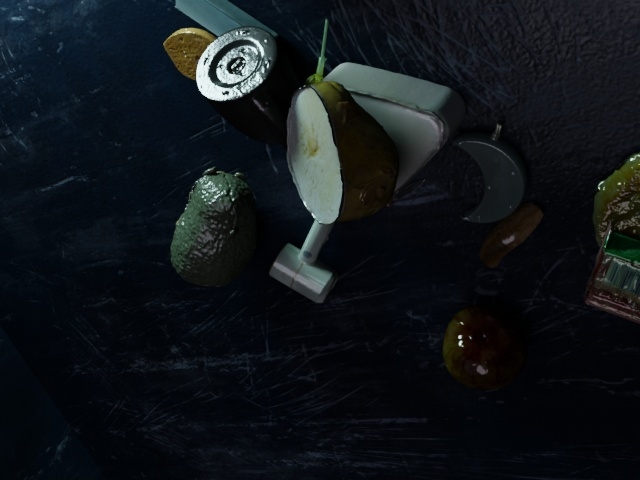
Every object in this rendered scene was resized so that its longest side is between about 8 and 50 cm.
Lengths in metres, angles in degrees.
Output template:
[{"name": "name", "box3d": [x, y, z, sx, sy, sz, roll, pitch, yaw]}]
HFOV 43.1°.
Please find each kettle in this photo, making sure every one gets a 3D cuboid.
[{"name": "kettle", "box3d": [-0.125, -0.311, 1.889, 0.268, 0.207, 0.290, 57, -177, 35]}]

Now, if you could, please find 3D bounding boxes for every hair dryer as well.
[{"name": "hair dryer", "box3d": [0.000, 0.000, 2.165, 0.173, 0.107, 0.357, 29, 126, 5]}]

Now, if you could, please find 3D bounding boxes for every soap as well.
[{"name": "soap", "box3d": [0.710, 0.099, 1.717, 0.273, 0.098, 0.218, 21, 134, 18]}]

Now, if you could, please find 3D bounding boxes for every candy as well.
[{"name": "candy", "box3d": [0.002, -0.420, 1.890, 0.062, 0.058, 0.194, 6, 120, -7]}]

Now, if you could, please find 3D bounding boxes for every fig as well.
[{"name": "fig", "box3d": [0.410, 0.310, 2.105, 0.217, 0.217, 0.321, 24, 154, 13]}]

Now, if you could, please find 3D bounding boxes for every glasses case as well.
[{"name": "glasses case", "box3d": [-0.226, -0.534, 1.942, 0.266, 0.056, 0.105, 35, 157, 4]}]

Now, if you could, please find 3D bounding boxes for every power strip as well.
[{"name": "power strip", "box3d": [0.388, -0.153, 1.851, 0.167, 0.054, 0.253, 5, 125, 24]}]

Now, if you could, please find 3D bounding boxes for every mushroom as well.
[{"name": "mushroom", "box3d": [0.436, -0.006, 1.908, 0.072, 0.094, 0.210, 35, 137, -1]}]

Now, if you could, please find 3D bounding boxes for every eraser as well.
[{"name": "eraser", "box3d": [0.173, -0.255, 1.840, 0.331, 0.150, 0.331, 17, 129, 22]}]

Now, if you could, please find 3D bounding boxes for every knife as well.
[{"name": "knife", "box3d": [0.197, -0.114, 2.018, 0.170, 0.010, 0.023, -31, 109, 39]}]

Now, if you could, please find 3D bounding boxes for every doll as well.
[{"name": "doll", "box3d": [-0.285, -0.039, 2.210, 0.247, 0.247, 0.350, 29, 135, 9]}]

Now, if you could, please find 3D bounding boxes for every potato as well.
[{"name": "potato", "box3d": [0.060, -0.191, 1.742, 0.246, 0.196, 0.300, -21, 82, 61]}]

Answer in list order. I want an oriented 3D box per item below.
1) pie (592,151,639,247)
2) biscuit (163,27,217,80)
[{"name": "pie", "box3d": [0.742, -0.025, 1.726, 0.296, 0.078, 0.371, -25, 106, 39]}, {"name": "biscuit", "box3d": [-0.298, -0.461, 2.040, 0.220, 0.029, 0.142, 28, 133, 11]}]
